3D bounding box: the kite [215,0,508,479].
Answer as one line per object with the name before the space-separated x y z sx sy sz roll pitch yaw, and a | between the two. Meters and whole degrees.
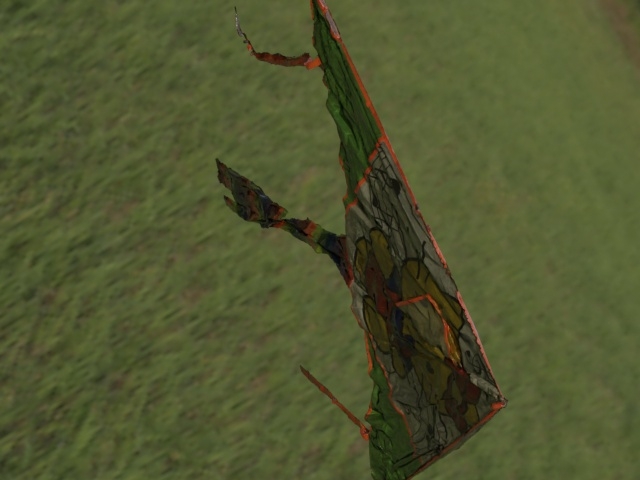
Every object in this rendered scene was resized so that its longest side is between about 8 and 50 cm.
kite | 0.000 0.000 0.451 0.244 0.006 0.198 -142 -142 -62
